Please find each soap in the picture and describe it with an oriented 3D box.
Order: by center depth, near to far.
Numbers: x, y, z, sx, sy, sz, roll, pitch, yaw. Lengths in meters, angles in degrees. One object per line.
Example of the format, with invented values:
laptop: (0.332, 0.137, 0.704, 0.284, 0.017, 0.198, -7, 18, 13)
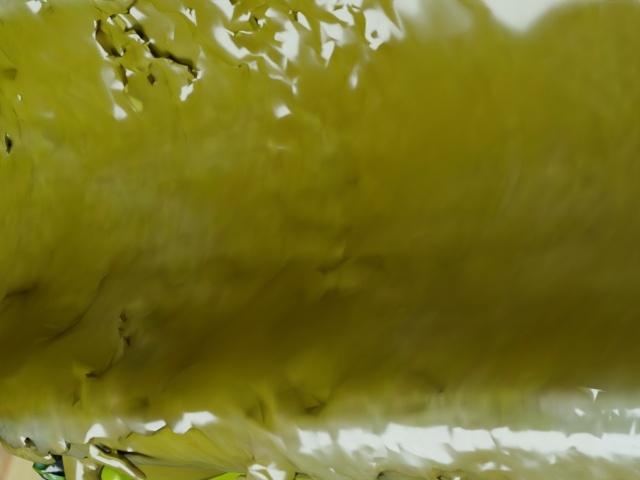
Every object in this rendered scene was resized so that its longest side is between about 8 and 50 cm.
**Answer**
soap: (0.097, -0.013, 0.494, 0.338, 0.304, 0.169, -5, 80, 51)

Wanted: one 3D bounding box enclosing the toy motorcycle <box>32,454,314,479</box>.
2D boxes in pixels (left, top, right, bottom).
toy motorcycle: (-0.001, 0.001, 0.645, 0.342, 0.142, 0.206, -5, 96, 37)
